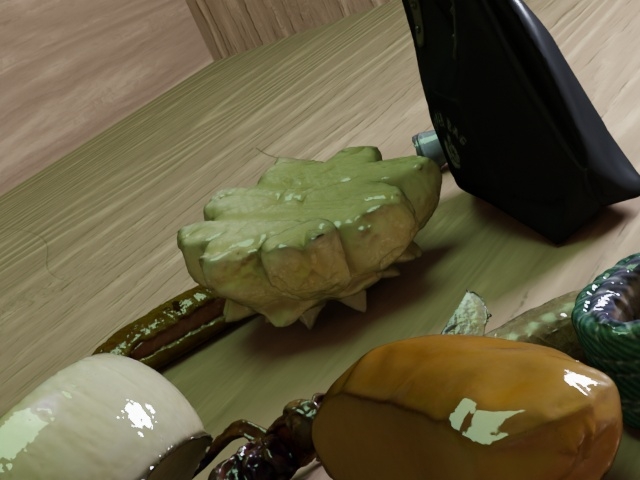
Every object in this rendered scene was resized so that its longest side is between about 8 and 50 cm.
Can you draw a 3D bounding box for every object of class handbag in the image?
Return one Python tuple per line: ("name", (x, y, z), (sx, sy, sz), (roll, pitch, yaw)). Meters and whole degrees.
("handbag", (0.187, -0.163, 1.216), (0.152, 0.288, 0.342), (-30, 17, -3))

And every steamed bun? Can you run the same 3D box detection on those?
("steamed bun", (0.000, 0.000, 1.239), (0.292, 0.137, 0.295), (-23, 20, -10))

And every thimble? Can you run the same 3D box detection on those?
("thimble", (0.244, 0.065, 0.791), (0.118, 0.090, 0.135), (-13, 20, 33))

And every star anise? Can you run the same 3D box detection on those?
("star anise", (-0.060, 0.180, 0.895), (0.190, 0.070, 0.097), (-39, -7, 2))

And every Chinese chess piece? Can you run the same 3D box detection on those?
("Chinese chess piece", (-0.184, 0.196, 0.780), (0.250, 0.103, 0.250), (-49, -12, -15))

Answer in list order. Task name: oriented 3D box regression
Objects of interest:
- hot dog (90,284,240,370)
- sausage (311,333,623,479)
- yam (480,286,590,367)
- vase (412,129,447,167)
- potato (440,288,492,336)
("hot dog", (-0.145, 0.086, 1.319), (0.286, 0.061, 0.088), (-30, 6, -22))
("sausage", (0.090, 0.126, 0.770), (0.136, 0.120, 0.241), (-19, 10, -36))
("yam", (0.249, 0.048, 0.890), (0.299, 0.066, 0.066), (-26, 17, -8))
("vase", (0.229, -0.156, 1.504), (0.214, 0.086, 0.086), (-24, 16, 18))
("potato", (0.121, 0.092, 0.987), (0.037, 0.036, 0.093), (26, 63, 22))
